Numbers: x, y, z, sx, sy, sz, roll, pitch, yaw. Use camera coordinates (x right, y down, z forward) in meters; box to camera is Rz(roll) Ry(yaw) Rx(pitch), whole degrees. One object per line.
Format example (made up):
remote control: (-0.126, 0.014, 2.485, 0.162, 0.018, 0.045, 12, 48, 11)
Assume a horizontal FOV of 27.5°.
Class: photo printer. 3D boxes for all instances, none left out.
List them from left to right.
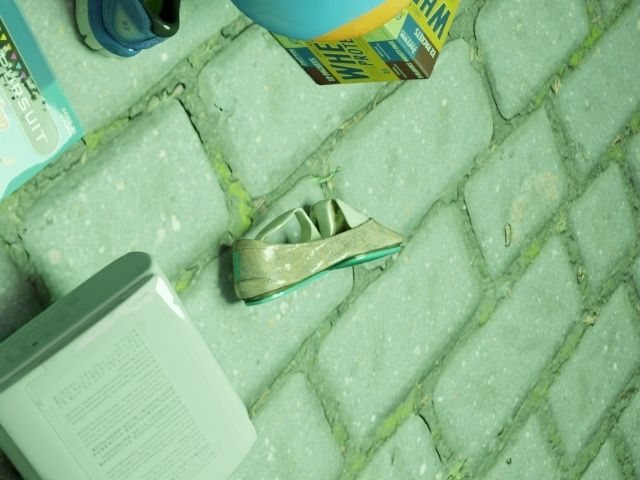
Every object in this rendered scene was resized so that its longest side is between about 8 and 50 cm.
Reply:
photo printer: (-0.223, 0.202, 1.485, 0.256, 0.107, 0.307, -39, 122, -17)

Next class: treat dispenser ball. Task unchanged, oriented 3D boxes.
treat dispenser ball: (0.001, -0.382, 1.560, 0.288, 0.288, 0.288, -2, 92, -49)

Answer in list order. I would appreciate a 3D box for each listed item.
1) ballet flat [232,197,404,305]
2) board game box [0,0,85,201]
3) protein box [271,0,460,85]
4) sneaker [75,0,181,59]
ballet flat: (0.000, 0.000, 1.796, 0.316, 0.108, 0.106, -19, 92, -48)
board game box: (-0.422, -0.127, 1.314, 0.336, 0.079, 0.253, -47, 124, -38)
protein box: (0.069, -0.336, 1.787, 0.136, 0.200, 0.201, 43, 60, -42)
sneaker: (-0.193, -0.379, 1.522, 0.130, 0.147, 0.330, 1, 89, -49)
